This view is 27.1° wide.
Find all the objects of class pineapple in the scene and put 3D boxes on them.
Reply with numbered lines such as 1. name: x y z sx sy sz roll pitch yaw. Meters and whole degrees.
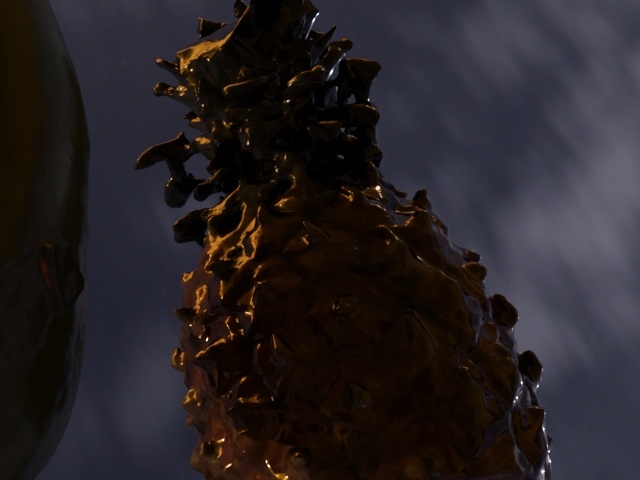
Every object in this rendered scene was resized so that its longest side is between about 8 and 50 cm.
1. pineapple: 0.000 0.000 0.578 0.157 0.158 0.279 -9 -110 -15

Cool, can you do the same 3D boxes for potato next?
1. potato: -0.162 -0.016 0.442 0.148 0.253 0.186 -7 -160 31
